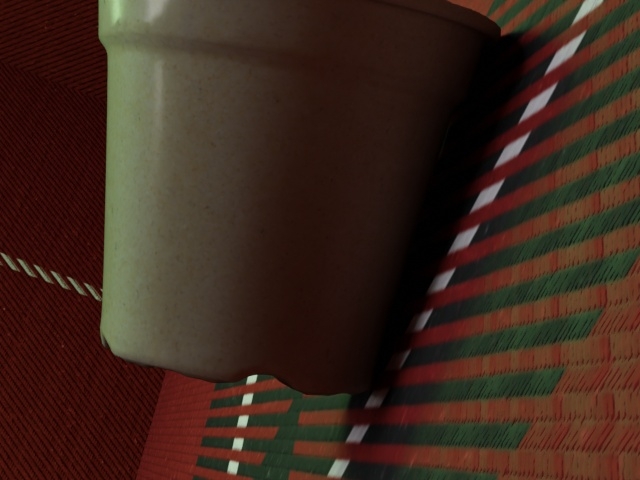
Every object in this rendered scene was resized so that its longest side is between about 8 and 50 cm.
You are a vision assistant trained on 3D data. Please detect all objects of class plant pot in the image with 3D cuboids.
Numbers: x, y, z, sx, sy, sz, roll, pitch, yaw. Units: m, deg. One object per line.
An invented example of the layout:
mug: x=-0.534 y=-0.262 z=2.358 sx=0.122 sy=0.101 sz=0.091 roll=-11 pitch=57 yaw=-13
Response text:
plant pot: x=-0.044 y=-0.044 z=1.280 sx=0.334 sy=0.333 sz=0.306 roll=-170 pitch=89 yaw=-83
